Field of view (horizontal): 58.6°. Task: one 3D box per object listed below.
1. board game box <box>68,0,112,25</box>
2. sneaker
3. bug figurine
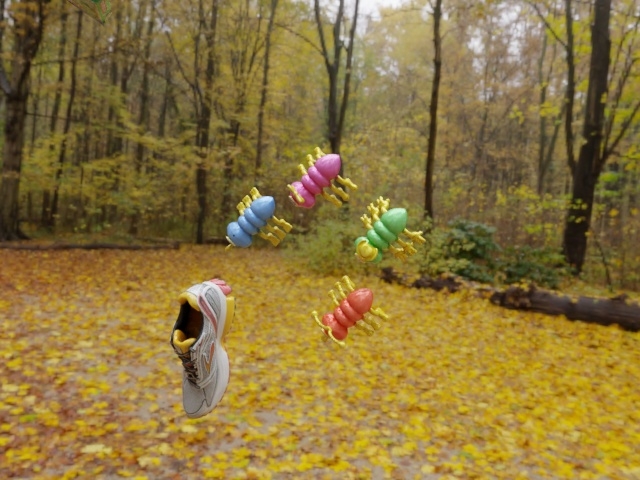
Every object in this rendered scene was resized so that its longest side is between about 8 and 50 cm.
[{"bbox_3d":[-0.638,-0.632,1.308,0.317,0.046,0.213,33,-3,-17],"label":"board game box"},{"bbox_3d":[-0.201,0.174,0.905,0.088,0.225,0.093,9,9,33],"label":"sneaker"},{"bbox_3d":[0.000,0.000,0.784,0.279,0.216,0.072,42,13,12],"label":"bug figurine"}]
